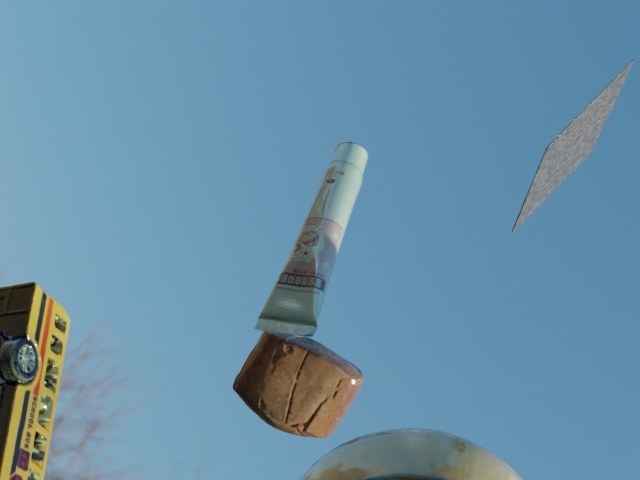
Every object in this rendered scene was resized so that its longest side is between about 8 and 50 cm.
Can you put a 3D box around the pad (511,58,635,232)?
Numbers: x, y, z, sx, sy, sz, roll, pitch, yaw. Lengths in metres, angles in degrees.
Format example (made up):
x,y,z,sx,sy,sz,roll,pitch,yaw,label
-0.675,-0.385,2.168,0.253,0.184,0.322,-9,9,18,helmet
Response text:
x,y,z,sx,sy,sz,roll,pitch,yaw,label
0.291,-0.105,1.540,0.003,0.158,0.235,41,-18,14,pad

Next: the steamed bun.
x,y,z,sx,sy,sz,roll,pitch,yaw,label
-0.035,0.217,1.998,0.175,0.106,0.145,28,-79,5,steamed bun

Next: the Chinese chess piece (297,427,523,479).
x,y,z,sx,sy,sz,roll,pitch,yaw,label
0.080,0.292,1.165,0.104,0.257,0.257,-72,147,-72,Chinese chess piece

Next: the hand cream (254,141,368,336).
x,y,z,sx,sy,sz,roll,pitch,yaw,label
0.000,0.000,1.841,0.085,0.331,0.058,8,-35,18,hand cream

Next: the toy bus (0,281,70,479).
x,y,z,sx,sy,sz,roll,pitch,yaw,label
-0.375,0.217,1.499,0.121,0.335,0.123,-8,-31,21,toy bus
